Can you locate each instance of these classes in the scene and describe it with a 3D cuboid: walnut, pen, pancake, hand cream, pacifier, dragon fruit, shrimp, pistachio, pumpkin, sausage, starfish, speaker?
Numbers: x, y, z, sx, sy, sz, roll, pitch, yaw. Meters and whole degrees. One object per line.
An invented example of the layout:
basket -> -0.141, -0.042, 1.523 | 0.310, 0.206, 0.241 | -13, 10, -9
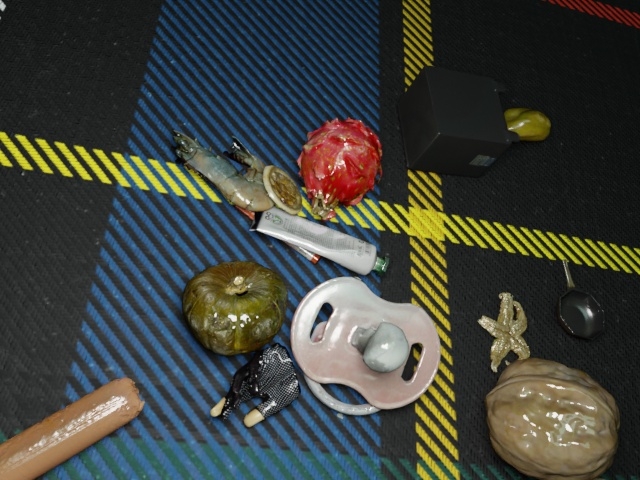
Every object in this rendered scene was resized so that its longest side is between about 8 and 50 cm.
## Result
walnut -> 0.485, 0.379, 1.162 | 0.273, 0.227, 0.273 | -9, 59, 15
pen -> -0.100, -0.021, 1.298 | 0.239, 0.028, 0.028 | 35, 60, 1
pancake -> -0.090, -0.122, 1.309 | 0.139, 0.022, 0.139 | 42, 30, -32
hand cream -> 0.000, 0.000, 1.286 | 0.336, 0.076, 0.121 | 22, 32, -7
pacifier -> 0.101, 0.215, 1.143 | 0.332, 0.273, 0.220 | 25, 44, -5
dragon fruit -> 0.041, -0.175, 1.324 | 0.205, 0.210, 0.268 | 19, 66, 12
shrimp -> -0.214, -0.183, 1.306 | 0.289, 0.075, 0.178 | 34, 39, 10
pistachio -> 0.606, -0.346, 1.626 | 0.189, 0.110, 0.100 | 1, 97, -17
pumpkin -> -0.175, 0.126, 1.106 | 0.219, 0.162, 0.219 | 5, 40, -4
sausage -> -0.458, 0.346, 0.978 | 0.289, 0.086, 0.086 | -28, 76, -28
starfish -> 0.454, 0.227, 1.333 | 0.150, 0.053, 0.209 | 31, 62, 5
speaker -> 0.368, -0.319, 1.498 | 0.254, 0.184, 0.232 | 4, 64, -19

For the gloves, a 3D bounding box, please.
gloves -> -0.138, 0.293, 1.093 | 0.181, 0.129, 0.106 | -18, 48, -14

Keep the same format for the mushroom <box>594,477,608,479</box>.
mushroom -> 0.567, 0.609, 1.045 | 0.293, 0.290, 0.292 | 5, 71, -15

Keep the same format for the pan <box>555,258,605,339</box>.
pan -> 0.672, 0.162, 1.431 | 0.128, 0.048, 0.201 | 19, 63, -9
